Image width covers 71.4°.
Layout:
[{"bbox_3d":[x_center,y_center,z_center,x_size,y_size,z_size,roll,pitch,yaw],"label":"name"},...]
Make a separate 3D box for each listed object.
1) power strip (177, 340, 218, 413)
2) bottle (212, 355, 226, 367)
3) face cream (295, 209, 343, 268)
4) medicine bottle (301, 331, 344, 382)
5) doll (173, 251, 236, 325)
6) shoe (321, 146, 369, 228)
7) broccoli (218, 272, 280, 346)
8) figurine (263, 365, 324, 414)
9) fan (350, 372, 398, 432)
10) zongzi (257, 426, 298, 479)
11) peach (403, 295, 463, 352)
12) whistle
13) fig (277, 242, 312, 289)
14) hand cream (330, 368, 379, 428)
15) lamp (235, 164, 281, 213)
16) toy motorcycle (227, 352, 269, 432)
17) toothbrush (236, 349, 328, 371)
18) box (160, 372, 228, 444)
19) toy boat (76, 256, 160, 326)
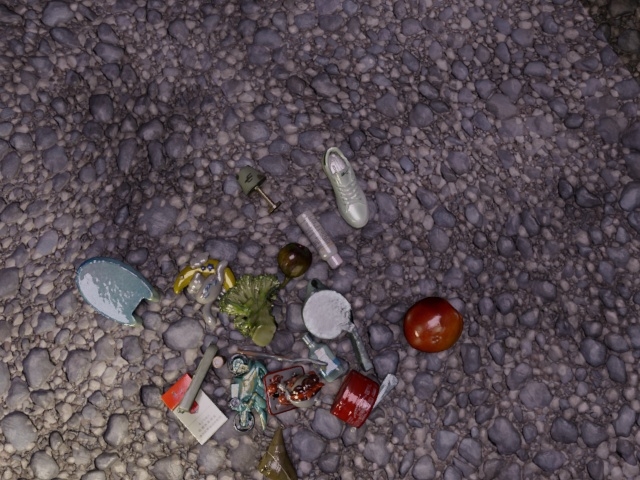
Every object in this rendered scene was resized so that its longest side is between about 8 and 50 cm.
[{"bbox_3d":[-0.468,0.526,1.718,0.048,0.080,0.286,24,62,-6],"label":"power strip"},{"bbox_3d":[-0.395,0.473,1.746,0.045,0.096,0.045,1,79,-4],"label":"bottle"},{"bbox_3d":[0.000,0.000,1.867,0.082,0.082,0.269,-33,82,-8],"label":"face cream"},{"bbox_3d":[0.002,0.464,1.788,0.090,0.054,0.208,-39,83,-6],"label":"medicine bottle"},{"bbox_3d":[-0.455,0.178,1.795,0.237,0.111,0.252,35,69,-5],"label":"doll"},{"bbox_3d":[0.110,-0.232,1.879,0.131,0.160,0.363,-24,80,-5],"label":"shoe"},{"bbox_3d":[-0.253,0.290,1.671,0.252,0.361,0.221,-34,114,15],"label":"broccoli"},{"bbox_3d":[-0.076,0.555,1.649,0.183,0.226,0.160,-5,78,-33],"label":"figurine"},{"bbox_3d":[0.208,0.649,1.779,0.057,0.023,0.282,43,79,4],"label":"fan"},{"bbox_3d":[-0.121,0.837,1.703,0.189,0.081,0.178,31,69,-2],"label":"zongzi"},{"bbox_3d":[0.443,0.338,1.765,0.243,0.199,0.243,-5,119,-8],"label":"peach"},{"bbox_3d":[0.078,0.332,1.763,0.405,0.168,0.188,37,80,0],"label":"whistle"},{"bbox_3d":[-0.132,0.128,1.828,0.149,0.149,0.245,28,103,3],"label":"fig"},{"bbox_3d":[0.132,0.603,1.698,0.125,0.193,0.193,31,79,4],"label":"hand cream"},{"bbox_3d":[-0.259,-0.215,1.881,0.121,0.121,0.215,-42,92,-10],"label":"lamp"},{"bbox_3d":[-0.264,0.588,1.735,0.198,0.109,0.296,0,77,-13],"label":"toy motorcycle"},{"bbox_3d":[-0.154,0.468,1.768,0.375,0.028,0.037,8,92,9],"label":"toothbrush"},{"bbox_3d":[-0.490,0.653,1.737,0.139,0.035,0.245,-42,84,-10],"label":"box"},{"bbox_3d":[-0.816,0.195,1.792,0.330,0.123,0.215,33,87,-7],"label":"toy boat"}]
